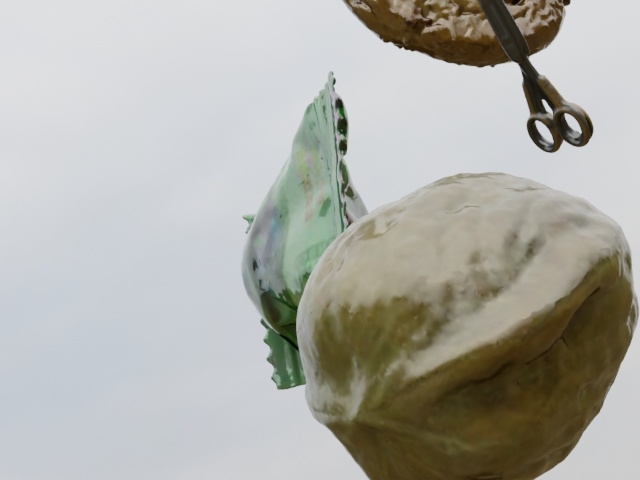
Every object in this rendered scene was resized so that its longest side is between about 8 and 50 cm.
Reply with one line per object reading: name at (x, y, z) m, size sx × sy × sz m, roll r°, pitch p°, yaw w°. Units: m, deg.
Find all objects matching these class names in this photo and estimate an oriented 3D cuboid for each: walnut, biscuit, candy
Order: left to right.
candy at (-0.006, 0.000, 1.705) m, size 0.172 × 0.263 × 0.398 m, roll -13°, pitch -22°, yaw -11°
biscuit at (0.144, -0.311, 1.537) m, size 0.295 × 0.296 × 0.075 m, roll -10°, pitch -31°, yaw -23°
walnut at (0.115, 0.063, 1.028) m, size 0.283 × 0.227 × 0.283 m, roll -28°, pitch 7°, yaw 4°

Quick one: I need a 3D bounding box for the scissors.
scissors at (0.201, -0.187, 1.391) m, size 0.017 × 0.220 × 0.088 m, roll -37°, pitch 13°, yaw -26°
